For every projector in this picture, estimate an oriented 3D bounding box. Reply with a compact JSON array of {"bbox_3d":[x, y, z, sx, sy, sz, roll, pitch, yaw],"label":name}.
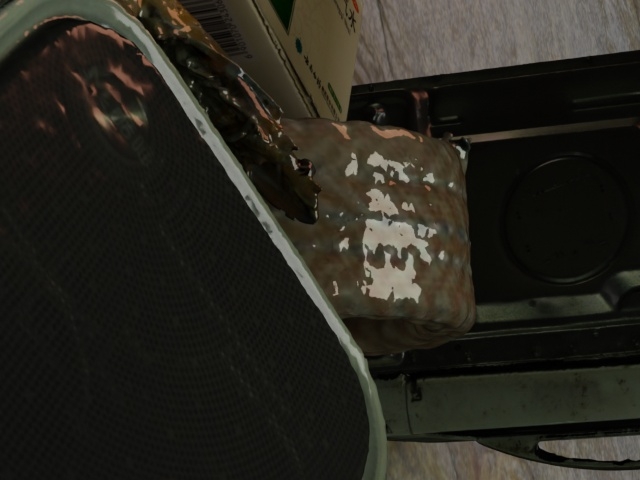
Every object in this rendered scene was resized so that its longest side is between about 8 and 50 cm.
[{"bbox_3d":[-0.154,0.083,0.647,0.248,0.249,0.249,57,29,-18],"label":"projector"}]

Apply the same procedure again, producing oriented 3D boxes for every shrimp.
[{"bbox_3d":[-0.090,-0.102,1.058,0.251,0.052,0.143,43,17,1],"label":"shrimp"}]

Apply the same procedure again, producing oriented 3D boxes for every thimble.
[{"bbox_3d":[0.000,0.002,1.209,0.229,0.196,0.148,7,73,-37],"label":"thimble"}]

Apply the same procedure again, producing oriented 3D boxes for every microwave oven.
[{"bbox_3d":[0.217,0.016,1.467,0.247,0.394,0.333,32,55,-64],"label":"microwave oven"}]

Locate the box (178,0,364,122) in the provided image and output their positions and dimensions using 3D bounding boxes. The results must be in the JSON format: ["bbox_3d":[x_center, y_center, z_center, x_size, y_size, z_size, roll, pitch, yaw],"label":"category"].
[{"bbox_3d":[-0.051,-0.180,1.258,0.212,0.095,0.168,59,29,-47],"label":"box"}]
